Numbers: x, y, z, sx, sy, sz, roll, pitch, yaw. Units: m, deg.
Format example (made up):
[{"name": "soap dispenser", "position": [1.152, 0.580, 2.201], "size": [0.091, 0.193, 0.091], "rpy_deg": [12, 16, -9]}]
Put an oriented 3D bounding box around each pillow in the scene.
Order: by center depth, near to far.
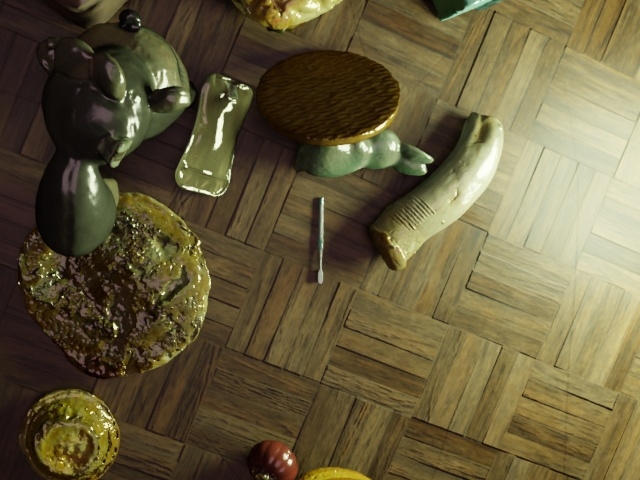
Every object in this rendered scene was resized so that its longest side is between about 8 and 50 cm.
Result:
[{"name": "pillow", "position": [-0.192, -0.190, 1.656], "size": [0.130, 0.033, 0.217], "rpy_deg": [12, 97, -47]}]

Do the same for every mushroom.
[{"name": "mushroom", "position": [0.230, -0.093, 1.734], "size": [0.123, 0.095, 0.351], "rpy_deg": [41, 86, 6]}]

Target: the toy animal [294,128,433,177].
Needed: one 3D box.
[{"name": "toy animal", "position": [0.081, -0.173, 1.699], "size": [0.251, 0.127, 0.125], "rpy_deg": [8, 69, -18]}]

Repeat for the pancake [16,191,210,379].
[{"name": "pancake", "position": [-0.371, 0.080, 1.665], "size": [0.356, 0.065, 0.355], "rpy_deg": [-1, 96, -7]}]

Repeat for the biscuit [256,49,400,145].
[{"name": "biscuit", "position": [0.014, -0.255, 1.631], "size": [0.262, 0.262, 0.037], "rpy_deg": [-8, 138, -9]}]

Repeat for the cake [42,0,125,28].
[{"name": "cake", "position": [-0.389, -0.532, 1.524], "size": [0.237, 0.230, 0.309], "rpy_deg": [42, 89, -8]}]

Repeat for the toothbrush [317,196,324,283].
[{"name": "toothbrush", "position": [0.000, 0.000, 1.743], "size": [0.011, 0.014, 0.167], "rpy_deg": [0, 93, -8]}]

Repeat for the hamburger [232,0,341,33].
[{"name": "hamburger", "position": [-0.062, -0.474, 1.613], "size": [0.330, 0.162, 0.208], "rpy_deg": [-7, 100, -14]}]

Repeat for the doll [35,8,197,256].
[{"name": "doll", "position": [-0.373, -0.198, 1.516], "size": [0.252, 0.382, 0.378], "rpy_deg": [34, 107, -4]}]

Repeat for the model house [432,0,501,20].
[{"name": "model house", "position": [0.312, -0.542, 1.606], "size": [0.249, 0.280, 0.229], "rpy_deg": [-23, 100, -1]}]

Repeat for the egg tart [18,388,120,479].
[{"name": "egg tart", "position": [-0.462, 0.370, 1.673], "size": [0.191, 0.074, 0.191], "rpy_deg": [-1, 96, -12]}]

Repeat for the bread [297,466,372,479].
[{"name": "bread", "position": [0.028, 0.581, 1.727], "size": [0.312, 0.172, 0.312], "rpy_deg": [-1, 100, -8]}]

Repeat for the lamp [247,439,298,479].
[{"name": "lamp", "position": [-0.091, 0.428, 1.730], "size": [0.101, 0.090, 0.101], "rpy_deg": [15, 125, 23]}]
